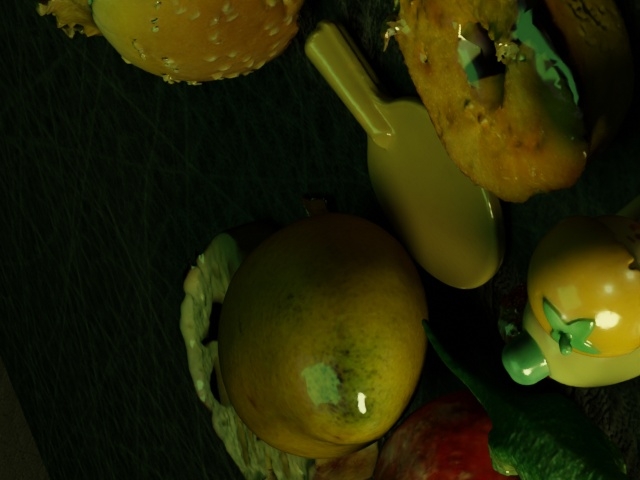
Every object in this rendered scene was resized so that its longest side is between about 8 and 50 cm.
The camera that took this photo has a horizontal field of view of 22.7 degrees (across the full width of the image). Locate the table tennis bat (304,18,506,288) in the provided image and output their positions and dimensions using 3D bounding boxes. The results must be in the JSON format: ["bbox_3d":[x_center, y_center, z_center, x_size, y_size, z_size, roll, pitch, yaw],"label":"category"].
[{"bbox_3d":[0.082,-0.092,1.622,0.321,0.050,0.198,56,154,15],"label":"table tennis bat"}]

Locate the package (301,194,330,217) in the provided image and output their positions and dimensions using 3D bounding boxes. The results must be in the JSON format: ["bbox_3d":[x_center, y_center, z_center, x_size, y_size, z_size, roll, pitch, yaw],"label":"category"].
[{"bbox_3d":[0.001,0.000,1.872,0.077,0.033,0.111,-149,52,-85],"label":"package"}]

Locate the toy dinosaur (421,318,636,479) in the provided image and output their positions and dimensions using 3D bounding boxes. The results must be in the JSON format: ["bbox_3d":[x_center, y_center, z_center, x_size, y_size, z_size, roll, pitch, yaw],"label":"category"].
[{"bbox_3d":[0.185,0.156,1.271,0.447,0.087,0.301,43,170,35],"label":"toy dinosaur"}]

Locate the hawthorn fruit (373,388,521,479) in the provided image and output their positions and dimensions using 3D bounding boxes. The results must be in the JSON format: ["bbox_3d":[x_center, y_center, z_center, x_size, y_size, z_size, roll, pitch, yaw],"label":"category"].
[{"bbox_3d":[0.172,0.237,1.535,0.242,0.241,0.272,50,137,32],"label":"hawthorn fruit"}]

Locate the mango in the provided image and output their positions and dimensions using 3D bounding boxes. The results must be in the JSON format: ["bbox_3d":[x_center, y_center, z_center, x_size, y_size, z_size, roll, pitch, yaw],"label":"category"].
[{"bbox_3d":[0.009,0.103,1.662,0.378,0.221,0.264,-162,81,-80],"label":"mango"}]

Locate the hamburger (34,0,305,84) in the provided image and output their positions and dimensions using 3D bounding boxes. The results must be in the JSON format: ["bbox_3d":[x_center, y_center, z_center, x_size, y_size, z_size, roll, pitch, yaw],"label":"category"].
[{"bbox_3d":[-0.167,-0.324,1.651,0.268,0.287,0.445,55,154,20],"label":"hamburger"}]

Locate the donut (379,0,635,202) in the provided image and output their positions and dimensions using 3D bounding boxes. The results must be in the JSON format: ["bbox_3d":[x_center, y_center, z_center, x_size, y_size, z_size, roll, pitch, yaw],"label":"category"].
[{"bbox_3d":[0.158,-0.157,1.346,0.253,0.118,0.254,41,142,44],"label":"donut"}]

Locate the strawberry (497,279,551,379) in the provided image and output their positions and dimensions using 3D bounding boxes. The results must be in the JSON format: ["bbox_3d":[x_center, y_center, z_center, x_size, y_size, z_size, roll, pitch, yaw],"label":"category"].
[{"bbox_3d":[0.209,0.082,1.465,0.106,0.106,0.106,43,146,40],"label":"strawberry"}]

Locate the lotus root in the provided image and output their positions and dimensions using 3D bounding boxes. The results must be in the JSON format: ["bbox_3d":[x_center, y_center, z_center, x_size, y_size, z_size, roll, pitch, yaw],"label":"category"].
[{"bbox_3d":[-0.065,0.159,2.048,0.390,0.111,0.375,24,130,59],"label":"lotus root"}]

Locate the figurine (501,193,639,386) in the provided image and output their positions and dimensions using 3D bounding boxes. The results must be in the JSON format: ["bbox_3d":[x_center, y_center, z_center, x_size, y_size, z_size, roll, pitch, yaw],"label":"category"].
[{"bbox_3d":[0.245,0.017,1.197,0.124,0.222,0.324,62,155,16],"label":"figurine"}]
